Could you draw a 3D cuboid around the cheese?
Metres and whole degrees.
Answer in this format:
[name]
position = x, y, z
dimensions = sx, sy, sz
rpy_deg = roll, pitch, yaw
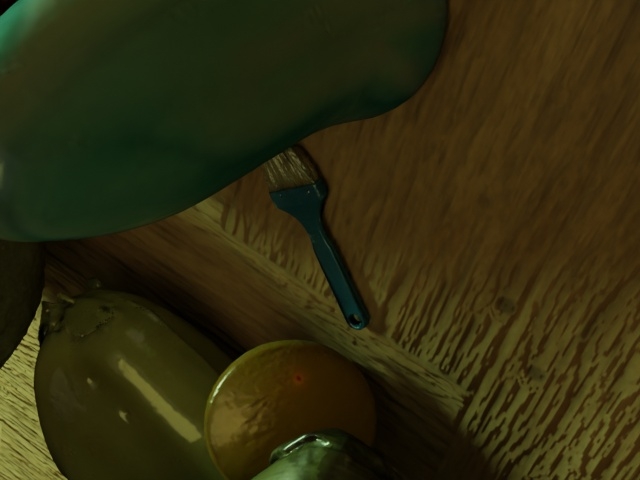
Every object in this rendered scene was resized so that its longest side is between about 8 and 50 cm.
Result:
[cheese]
position = -0.153, 0.175, 0.999
dimensions = 0.260, 0.128, 0.316
rpy_deg = -31, 103, 38

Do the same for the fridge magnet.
[fridge magnet]
position = -0.024, 0.148, 0.873
dimensions = 0.143, 0.063, 0.143
rpy_deg = -1, 103, -6

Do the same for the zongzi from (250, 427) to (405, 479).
[zongzi]
position = -0.015, 0.396, 0.886
dimensions = 0.500, 0.218, 0.467
rpy_deg = -29, 120, 36

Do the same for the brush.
[brush]
position = 0.000, 0.000, 0.831
dimensions = 0.051, 0.014, 0.164
rpy_deg = -8, 114, 43

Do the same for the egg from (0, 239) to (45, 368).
[egg]
position = -0.382, 0.029, 0.971
dimensions = 0.279, 0.279, 0.310
rpy_deg = 24, 121, 24

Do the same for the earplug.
[earplug]
position = -0.081, -0.094, 0.607
dimensions = 0.185, 0.324, 0.185
rpy_deg = 19, 129, 26

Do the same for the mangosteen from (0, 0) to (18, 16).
[mangosteen]
position = -0.205, -0.144, 0.778
dimensions = 0.231, 0.231, 0.289
rpy_deg = -2, 83, 39
